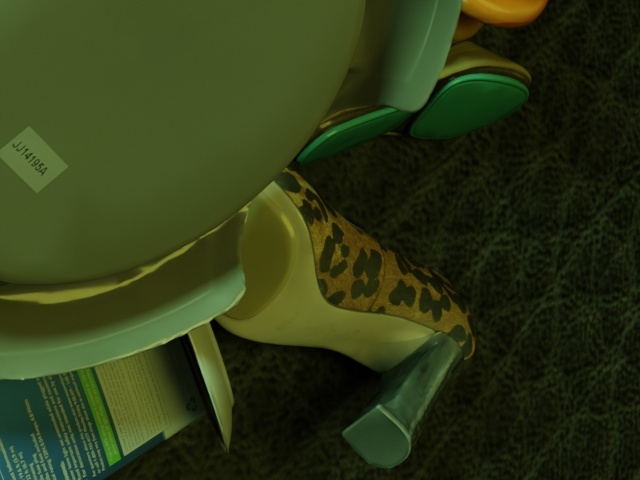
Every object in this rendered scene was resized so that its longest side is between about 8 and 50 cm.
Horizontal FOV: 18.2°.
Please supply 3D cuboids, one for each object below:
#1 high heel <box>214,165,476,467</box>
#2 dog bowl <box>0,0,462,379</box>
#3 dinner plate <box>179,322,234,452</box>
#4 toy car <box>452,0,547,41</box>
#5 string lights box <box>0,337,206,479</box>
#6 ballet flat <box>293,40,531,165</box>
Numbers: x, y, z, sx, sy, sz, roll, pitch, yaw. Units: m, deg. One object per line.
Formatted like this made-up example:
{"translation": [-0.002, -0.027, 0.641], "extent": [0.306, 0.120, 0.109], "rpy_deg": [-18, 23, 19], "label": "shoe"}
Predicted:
{"translation": [0.000, 0.000, 1.257], "extent": [0.261, 0.093, 0.186], "rpy_deg": [55, 28, -10], "label": "high heel"}
{"translation": [-0.101, -0.096, 0.936], "extent": [0.348, 0.102, 0.349], "rpy_deg": [-24, 141, -21], "label": "dog bowl"}
{"translation": [-0.072, 0.052, 1.131], "extent": [0.017, 0.141, 0.141], "rpy_deg": [-19, 105, -8], "label": "dinner plate"}
{"translation": [0.088, -0.212, 1.226], "extent": [0.159, 0.136, 0.182], "rpy_deg": [-34, 113, -37], "label": "toy car"}
{"translation": [-0.193, 0.092, 1.053], "extent": [0.259, 0.076, 0.133], "rpy_deg": [-31, 110, -39], "label": "string lights box"}
{"translation": [0.049, -0.104, 1.283], "extent": [0.232, 0.080, 0.073], "rpy_deg": [-14, 67, -48], "label": "ballet flat"}
